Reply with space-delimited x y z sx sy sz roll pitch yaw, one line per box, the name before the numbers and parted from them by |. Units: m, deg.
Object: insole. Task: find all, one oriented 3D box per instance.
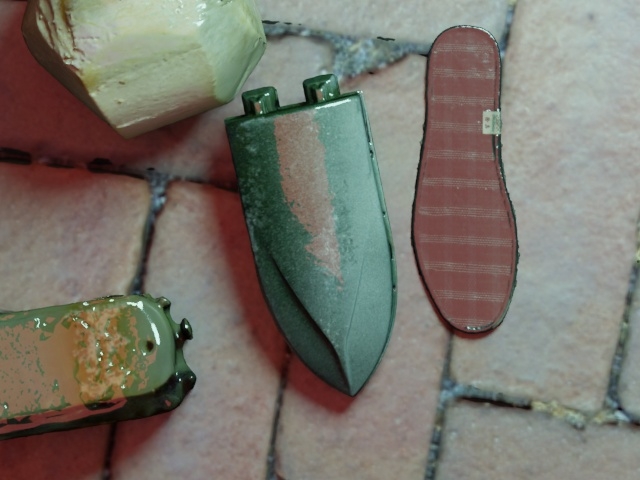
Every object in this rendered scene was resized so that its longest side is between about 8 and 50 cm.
insole | 0.147 -0.061 1.737 0.110 0.012 0.309 2 88 8

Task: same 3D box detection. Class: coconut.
coconut | -0.178 -0.216 1.683 0.241 0.241 0.241 0 88 6

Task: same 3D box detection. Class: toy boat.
toy boat | 0.000 0.000 1.716 0.141 0.092 0.319 -11 94 5

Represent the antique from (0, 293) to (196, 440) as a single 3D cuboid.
antique | -0.265 0.128 1.722 0.284 0.150 0.125 -9 86 -2
